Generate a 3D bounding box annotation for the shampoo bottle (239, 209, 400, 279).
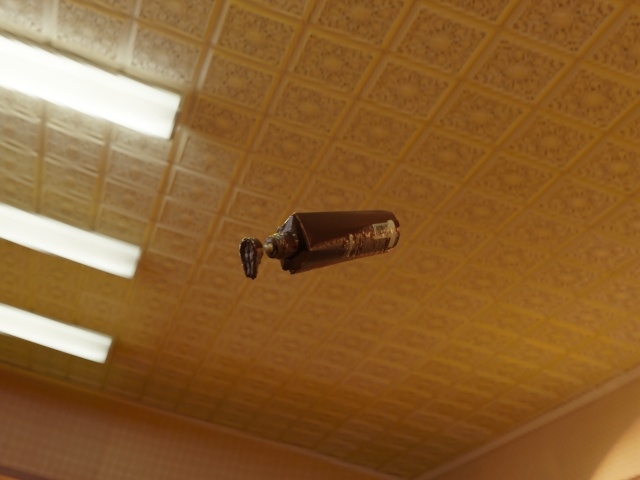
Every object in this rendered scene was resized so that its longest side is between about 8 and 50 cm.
[{"bbox_3d":[-0.001,0.002,1.172,0.236,0.068,0.067,-7,-19,-41],"label":"shampoo bottle"}]
